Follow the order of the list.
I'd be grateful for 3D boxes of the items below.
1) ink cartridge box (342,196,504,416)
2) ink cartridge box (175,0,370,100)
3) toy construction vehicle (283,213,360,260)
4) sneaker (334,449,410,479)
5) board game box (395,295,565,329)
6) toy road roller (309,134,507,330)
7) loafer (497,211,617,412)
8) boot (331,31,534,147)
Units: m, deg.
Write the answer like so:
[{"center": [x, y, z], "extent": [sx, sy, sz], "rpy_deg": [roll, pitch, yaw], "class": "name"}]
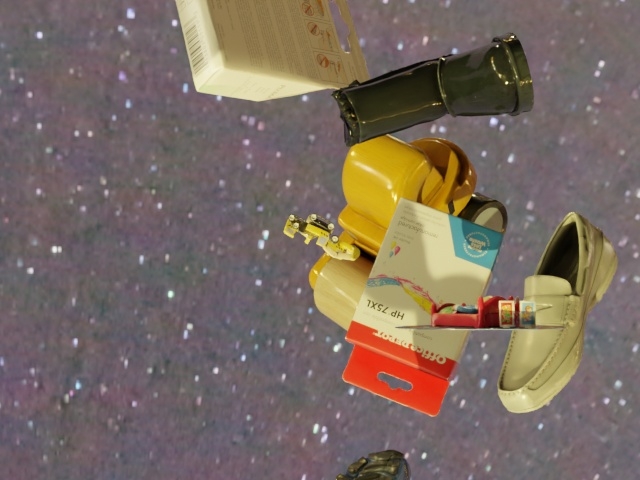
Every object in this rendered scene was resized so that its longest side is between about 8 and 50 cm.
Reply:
[{"center": [0.119, 0.081, 1.296], "extent": [0.134, 0.078, 0.231], "rpy_deg": [20, -95, 13], "class": "ink cartridge box"}, {"center": [-0.055, -0.239, 1.188], "extent": [0.224, 0.056, 0.181], "rpy_deg": [4, -116, -45], "class": "ink cartridge box"}, {"center": [0.000, 0.000, 1.350], "extent": [0.098, 0.086, 0.035], "rpy_deg": [29, -102, -4], "class": "toy construction vehicle"}, {"center": [0.040, 0.309, 1.039], "extent": [0.083, 0.087, 0.221], "rpy_deg": [-1, -119, 46], "class": "sneaker"}, {"center": [0.159, 0.072, 1.082], "extent": [0.168, 0.133, 0.033], "rpy_deg": [0, -93, 12], "class": "board game box"}, {"center": [0.107, -0.022, 1.688], "extent": [0.329, 0.240, 0.202], "rpy_deg": [-50, -137, -8], "class": "toy road roller"}, {"center": [0.316, 0.096, 1.499], "extent": [0.111, 0.112, 0.319], "rpy_deg": [50, -129, -24], "class": "loafer"}, {"center": [0.059, -0.082, 0.607], "extent": [0.099, 0.045, 0.121], "rpy_deg": [-15, -171, -2], "class": "boot"}]
